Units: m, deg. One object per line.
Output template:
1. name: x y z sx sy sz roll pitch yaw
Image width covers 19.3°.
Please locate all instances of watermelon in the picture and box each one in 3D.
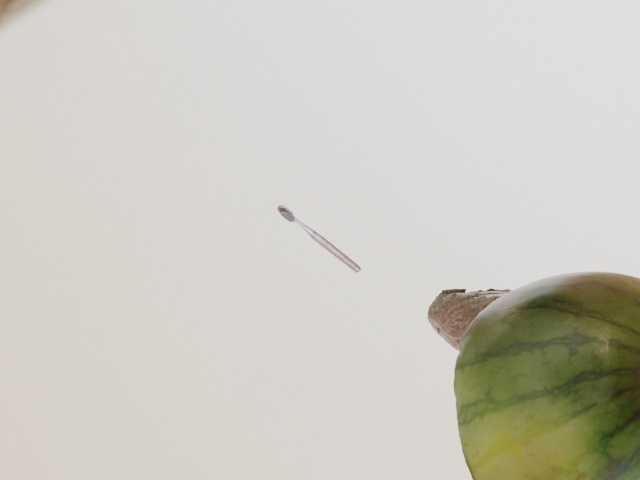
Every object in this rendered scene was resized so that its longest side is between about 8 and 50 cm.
1. watermelon: 0.092 0.053 0.554 0.062 0.105 0.105 -36 87 45
2. watermelon: 0.153 0.066 1.436 0.187 0.139 0.071 -10 -79 -71

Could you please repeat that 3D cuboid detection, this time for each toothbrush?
1. toothbrush: 0.000 0.000 1.378 0.097 0.006 0.008 38 -163 -40
